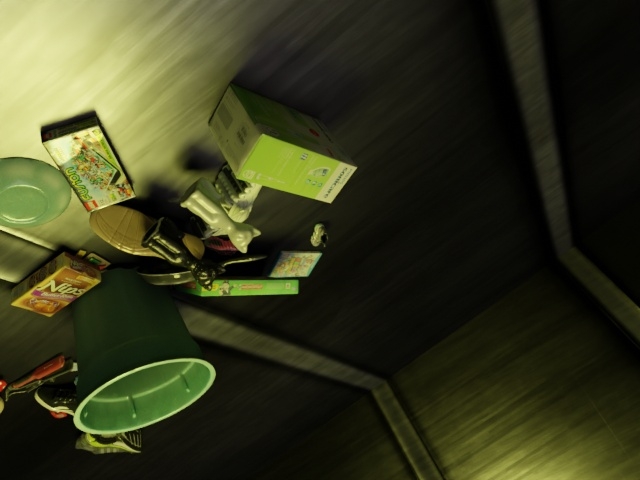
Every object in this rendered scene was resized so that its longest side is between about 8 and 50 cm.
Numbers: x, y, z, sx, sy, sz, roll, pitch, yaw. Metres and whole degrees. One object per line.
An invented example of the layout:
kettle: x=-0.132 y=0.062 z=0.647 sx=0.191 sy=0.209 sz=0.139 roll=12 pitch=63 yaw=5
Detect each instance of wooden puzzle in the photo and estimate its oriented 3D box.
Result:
wooden puzzle: x=-0.596 y=0.067 z=1.249 sx=0.078 sy=0.014 sz=0.116 roll=-38 pitch=145 yaw=9

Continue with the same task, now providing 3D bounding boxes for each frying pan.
frying pan: x=-0.329 y=0.070 z=1.311 sx=0.325 sy=0.197 sz=0.053 roll=-8 pitch=101 yaw=-27

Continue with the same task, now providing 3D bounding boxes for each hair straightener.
hair straightener: x=-0.854 y=0.430 z=1.469 sx=0.230 sy=0.047 sz=0.089 roll=-31 pitch=144 yaw=0

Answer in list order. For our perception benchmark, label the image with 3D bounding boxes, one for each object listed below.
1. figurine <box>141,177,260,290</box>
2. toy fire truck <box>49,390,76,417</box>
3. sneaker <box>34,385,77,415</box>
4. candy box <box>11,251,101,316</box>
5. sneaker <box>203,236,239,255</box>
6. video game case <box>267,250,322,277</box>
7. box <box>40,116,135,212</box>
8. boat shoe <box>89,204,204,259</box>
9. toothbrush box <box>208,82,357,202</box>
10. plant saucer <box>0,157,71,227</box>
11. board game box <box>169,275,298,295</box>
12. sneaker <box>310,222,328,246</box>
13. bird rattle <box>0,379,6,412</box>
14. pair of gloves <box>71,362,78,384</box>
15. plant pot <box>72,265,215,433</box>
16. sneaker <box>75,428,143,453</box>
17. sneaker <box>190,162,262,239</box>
figurine: x=-0.277 y=-0.008 z=1.160 sx=0.215 sy=0.092 sz=0.209 roll=-45 pitch=116 yaw=2
toy fire truck: x=-0.814 y=0.566 z=1.662 sx=0.191 sy=0.047 sz=0.135 roll=-18 pitch=142 yaw=-19
sneaker: x=-0.782 y=0.496 z=1.543 sx=0.216 sy=0.079 sz=0.121 roll=37 pitch=106 yaw=-26
candy box: x=-0.662 y=0.112 z=1.207 sx=0.186 sy=0.053 sz=0.109 roll=-34 pitch=144 yaw=11
sneaker: x=-0.290 y=0.023 z=1.400 sx=0.119 sy=0.047 sz=0.057 roll=11 pitch=139 yaw=-42
video game case: x=-0.087 y=0.081 z=1.639 sx=0.166 sy=0.015 sz=0.119 roll=1 pitch=133 yaw=-37
box: x=-0.492 y=-0.157 z=1.035 sx=0.114 sy=0.036 sz=0.207 roll=-22 pitch=144 yaw=-12
boat shoe: x=-0.434 y=-0.011 z=1.204 sx=0.285 sy=0.092 sz=0.103 roll=20 pitch=82 yaw=-34
toothbrush box: x=-0.086 y=-0.219 z=1.114 sx=0.283 sy=0.206 sz=0.122 roll=12 pitch=126 yaw=-43
plant saucer: x=-0.633 y=-0.086 z=1.018 sx=0.194 sy=0.038 sz=0.195 roll=-19 pitch=143 yaw=-15
board game box: x=-0.254 y=0.132 z=1.434 sx=0.317 sy=0.046 sz=0.213 roll=4 pitch=177 yaw=-40
sneaker: x=0.000 y=0.000 z=1.558 sx=0.038 sy=0.069 sz=0.098 roll=-14 pitch=141 yaw=-22
bird rattle: x=-1.021 y=0.485 z=1.391 sx=0.253 sy=0.143 sz=0.207 roll=-37 pitch=158 yaw=-14
pair of gloves: x=-0.718 y=0.434 z=1.549 sx=0.159 sy=0.023 sz=0.198 roll=5 pitch=128 yaw=-8
plant pot: x=-0.498 y=0.273 z=1.283 sx=0.340 sy=0.334 sz=0.341 roll=-22 pitch=146 yaw=-16
sneaker: x=-0.821 y=0.784 z=1.891 sx=0.121 sy=0.111 sz=0.300 roll=-28 pitch=140 yaw=13
sneaker: x=-0.217 y=-0.113 z=1.246 sx=0.292 sy=0.110 sz=0.118 roll=-42 pitch=152 yaw=29
